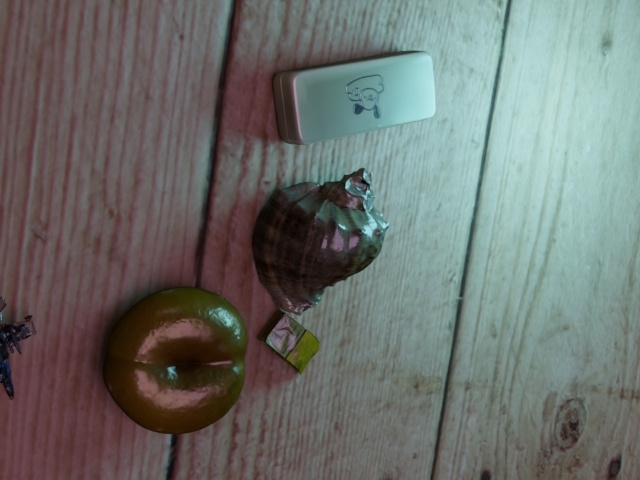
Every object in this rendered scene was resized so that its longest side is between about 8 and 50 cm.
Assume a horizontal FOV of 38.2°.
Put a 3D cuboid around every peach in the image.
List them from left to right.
[{"bbox_3d":[-0.237,0.197,1.529,0.251,0.153,0.251,-5,98,-38],"label":"peach"}]

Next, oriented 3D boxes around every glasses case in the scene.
[{"bbox_3d":[0.067,-0.263,1.681,0.312,0.070,0.131,-15,107,-30],"label":"glasses case"}]

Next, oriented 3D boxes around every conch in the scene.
[{"bbox_3d":[0.010,0.000,1.642,0.210,0.159,0.291,24,88,-35],"label":"conch"}]

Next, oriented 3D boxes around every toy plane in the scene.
[{"bbox_3d":[-0.495,0.171,1.407,0.135,0.062,0.188,-7,108,-3],"label":"toy plane"}]

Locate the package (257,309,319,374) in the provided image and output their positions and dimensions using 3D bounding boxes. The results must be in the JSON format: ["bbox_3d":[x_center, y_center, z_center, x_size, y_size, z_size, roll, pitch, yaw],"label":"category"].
[{"bbox_3d":[-0.049,0.192,1.707,0.131,0.047,0.071,46,71,-29],"label":"package"}]
